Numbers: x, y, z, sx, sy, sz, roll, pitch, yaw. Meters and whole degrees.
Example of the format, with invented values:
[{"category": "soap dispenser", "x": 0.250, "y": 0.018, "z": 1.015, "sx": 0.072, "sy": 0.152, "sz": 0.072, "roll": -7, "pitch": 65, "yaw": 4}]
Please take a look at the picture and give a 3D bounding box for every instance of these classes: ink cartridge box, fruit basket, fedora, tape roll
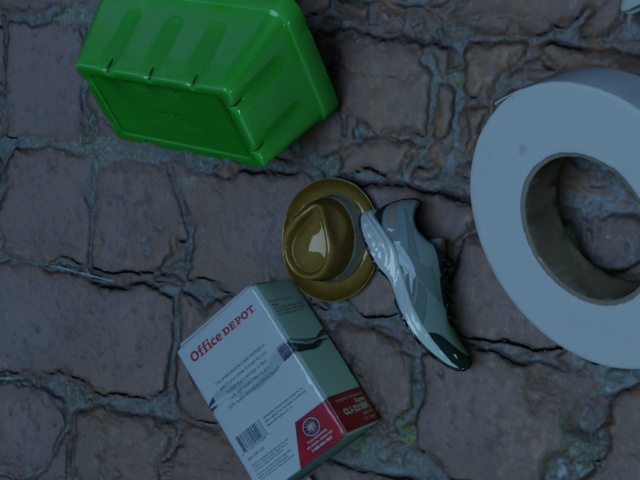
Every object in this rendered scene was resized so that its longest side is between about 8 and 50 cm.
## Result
[{"category": "ink cartridge box", "x": -0.069, "y": 0.223, "z": 1.865, "sx": 0.197, "sy": 0.114, "sz": 0.273, "roll": -41, "pitch": 74, "yaw": 28}, {"category": "fruit basket", "x": -0.149, "y": -0.330, "z": 1.833, "sx": 0.392, "sy": 0.283, "sz": 0.392, "roll": -11, "pitch": 49, "yaw": 13}, {"category": "fedora", "x": 0.000, "y": 0.000, "z": 1.826, "sx": 0.194, "sy": 0.079, "sz": 0.194, "roll": 2, "pitch": 94, "yaw": 31}, {"category": "tape roll", "x": 0.353, "y": -0.027, "z": 1.518, "sx": 0.392, "sy": 0.072, "sz": 0.392, "roll": 32, "pitch": 134, "yaw": 39}]

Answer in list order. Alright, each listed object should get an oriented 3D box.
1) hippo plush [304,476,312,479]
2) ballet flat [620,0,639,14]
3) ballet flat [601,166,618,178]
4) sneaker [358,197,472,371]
[{"category": "hippo plush", "x": 0.006, "y": 0.495, "z": 1.768, "sx": 0.234, "sy": 0.236, "sz": 0.294, "roll": -47, "pitch": 71, "yaw": 26}, {"category": "ballet flat", "x": 0.456, "y": -0.280, "z": 1.524, "sx": 0.124, "sy": 0.116, "sz": 0.342, "roll": -26, "pitch": 84, "yaw": 50}, {"category": "ballet flat", "x": 0.408, "y": -0.150, "z": 1.495, "sx": 0.077, "sy": 0.091, "sz": 0.241, "roll": 11, "pitch": 144, "yaw": 1}, {"category": "sneaker", "x": 0.154, "y": 0.063, "z": 1.729, "sx": 0.108, "sy": 0.100, "sz": 0.271, "roll": -27, "pitch": 84, "yaw": 9}]
